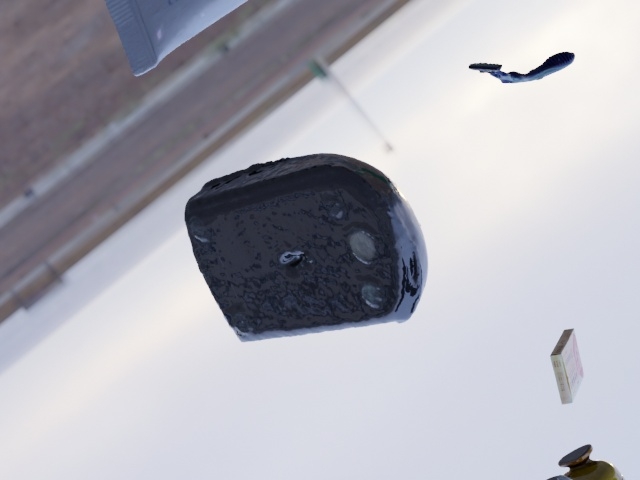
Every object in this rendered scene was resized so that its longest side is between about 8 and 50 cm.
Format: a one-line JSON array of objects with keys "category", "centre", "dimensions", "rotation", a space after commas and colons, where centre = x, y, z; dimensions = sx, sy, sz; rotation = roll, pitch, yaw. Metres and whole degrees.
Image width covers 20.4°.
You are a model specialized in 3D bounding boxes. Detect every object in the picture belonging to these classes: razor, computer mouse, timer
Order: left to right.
[{"category": "computer mouse", "centre": [0.000, 0.000, 1.674], "dimensions": [0.269, 0.170, 0.100], "rotation": [-10, -164, 43]}, {"category": "razor", "centre": [0.229, -0.189, 1.964], "dimensions": [0.154, 0.028, 0.044], "rotation": [-13, -165, -42]}, {"category": "timer", "centre": [0.305, 0.302, 2.013], "dimensions": [0.107, 0.109, 0.107], "rotation": [-35, -173, 5]}]

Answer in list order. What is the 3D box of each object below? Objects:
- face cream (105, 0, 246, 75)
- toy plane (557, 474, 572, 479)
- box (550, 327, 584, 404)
[{"category": "face cream", "centre": [-0.087, -0.346, 1.701], "dimensions": [0.420, 0.235, 0.137], "rotation": [-26, 176, 37]}, {"category": "toy plane", "centre": [0.160, 0.264, 1.406], "dimensions": [0.174, 0.080, 0.174], "rotation": [-16, -134, 17]}, {"category": "box", "centre": [0.269, 0.137, 1.935], "dimensions": [0.015, 0.058, 0.093], "rotation": [-9, -168, 19]}]
